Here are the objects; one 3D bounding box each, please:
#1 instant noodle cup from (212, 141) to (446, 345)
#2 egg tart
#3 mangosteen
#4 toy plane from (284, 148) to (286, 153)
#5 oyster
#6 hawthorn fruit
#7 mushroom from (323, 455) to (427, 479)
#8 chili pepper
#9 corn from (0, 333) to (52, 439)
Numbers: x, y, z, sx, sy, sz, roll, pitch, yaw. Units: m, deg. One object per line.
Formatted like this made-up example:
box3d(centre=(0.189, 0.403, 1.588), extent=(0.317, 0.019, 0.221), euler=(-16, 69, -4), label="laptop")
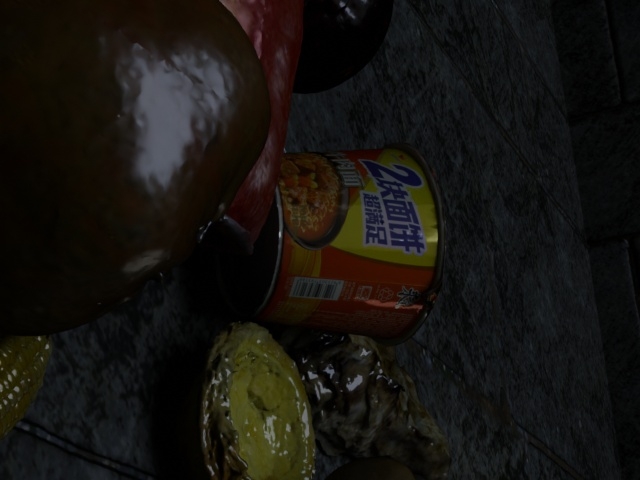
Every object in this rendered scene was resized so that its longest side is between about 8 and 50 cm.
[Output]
box3d(centre=(0.000, 0.000, 1.365), extent=(0.174, 0.213, 0.213), euler=(3, 70, -27), label="instant noodle cup")
box3d(centre=(-0.073, 0.179, 1.270), extent=(0.212, 0.090, 0.213), euler=(-12, 90, -71), label="egg tart")
box3d(centre=(-0.040, -0.271, 1.509), extent=(0.265, 0.228, 0.228), euler=(7, -64, 70), label="mangosteen")
box3d(centre=(-0.063, -0.045, 1.475), extent=(0.162, 0.065, 0.171), euler=(-41, 111, -54), label="toy plane")
box3d(centre=(0.053, 0.151, 1.589), extent=(0.396, 0.111, 0.204), euler=(52, 28, -39), label="oyster")
box3d(centre=(-0.191, -0.095, 0.907), extent=(0.301, 0.268, 0.268), euler=(41, 31, -10), label="hawthorn fruit")
box3d(centre=(0.056, 0.282, 1.318), extent=(0.138, 0.154, 0.407), euler=(-64, 165, -10), label="mushroom")
box3d(centre=(-0.134, -0.136, 1.203), extent=(0.251, 0.229, 0.306), euler=(101, -2, -68), label="chili pepper")
box3d(centre=(-0.255, 0.122, 0.842), extent=(0.320, 0.097, 0.097), euler=(-52, 125, -66), label="corn")
